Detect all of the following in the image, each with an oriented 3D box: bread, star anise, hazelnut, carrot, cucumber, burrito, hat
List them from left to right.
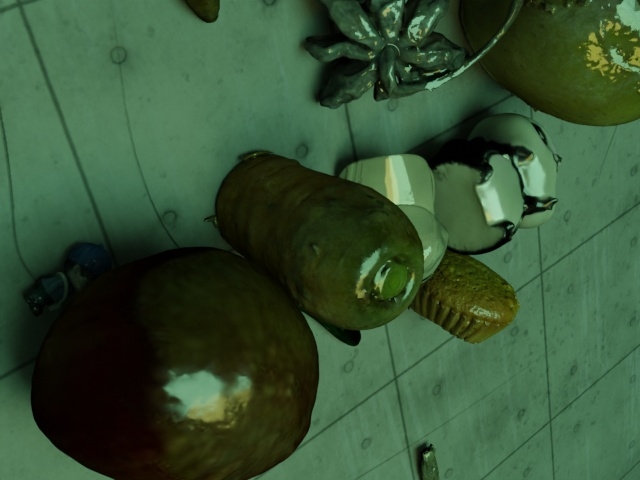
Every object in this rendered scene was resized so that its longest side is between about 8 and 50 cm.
[{"bbox_3d":[-0.212,0.188,1.234,0.421,0.421,0.352,-16,100,-35],"label":"hazelnut"},{"bbox_3d":[0.000,0.000,1.363,0.224,0.341,0.224,-21,124,-36],"label":"carrot"},{"bbox_3d":[0.009,0.140,1.621,0.056,0.056,0.284,-56,138,-7],"label":"cucumber"},{"bbox_3d":[0.136,-0.038,1.539,0.220,0.164,0.226,-8,134,-2],"label":"hat"},{"bbox_3d":[0.126,-0.341,1.396,0.316,0.139,0.359,30,114,-31],"label":"star anise"},{"bbox_3d":[0.261,0.554,2.015,0.051,0.042,0.171,-39,131,-35],"label":"burrito"},{"bbox_3d":[0.287,0.116,1.731,0.240,0.240,0.139,5,116,-41],"label":"bread"}]

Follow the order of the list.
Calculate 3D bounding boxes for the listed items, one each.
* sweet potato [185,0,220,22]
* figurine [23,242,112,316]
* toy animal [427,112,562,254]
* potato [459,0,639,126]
[{"bbox_3d":[-0.213,-0.413,1.188,0.075,0.075,0.273,-51,133,-12],"label":"sweet potato"},{"bbox_3d":[-0.377,0.055,1.257,0.136,0.077,0.079,-22,87,-15],"label":"figurine"},{"bbox_3d":[0.348,-0.126,1.692,0.310,0.251,0.250,-30,125,-41],"label":"toy animal"},{"bbox_3d":[0.508,-0.415,1.527,0.442,0.319,0.385,39,95,-18],"label":"potato"}]
